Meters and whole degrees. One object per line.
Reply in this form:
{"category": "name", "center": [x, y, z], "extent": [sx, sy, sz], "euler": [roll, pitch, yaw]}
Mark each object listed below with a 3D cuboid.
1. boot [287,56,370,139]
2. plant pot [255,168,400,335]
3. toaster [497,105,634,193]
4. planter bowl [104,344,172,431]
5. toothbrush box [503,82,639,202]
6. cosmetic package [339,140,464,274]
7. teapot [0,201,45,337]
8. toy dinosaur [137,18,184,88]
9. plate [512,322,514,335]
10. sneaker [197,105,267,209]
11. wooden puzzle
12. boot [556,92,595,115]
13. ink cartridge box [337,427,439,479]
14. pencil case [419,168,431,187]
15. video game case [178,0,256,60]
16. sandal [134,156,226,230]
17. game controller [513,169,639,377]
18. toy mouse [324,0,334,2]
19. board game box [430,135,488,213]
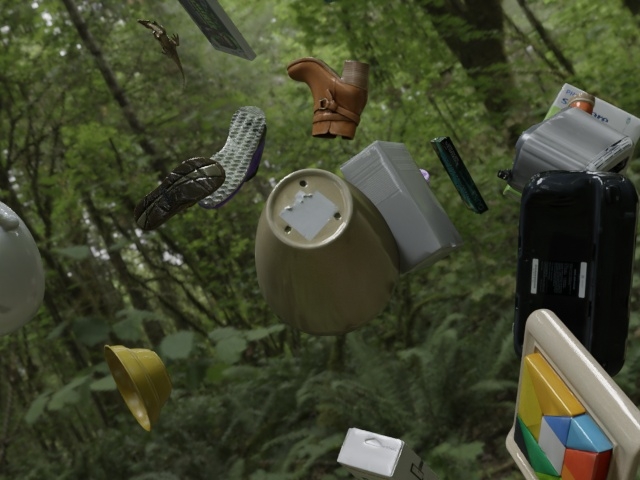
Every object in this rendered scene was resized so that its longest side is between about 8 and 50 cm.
{"category": "boot", "center": [0.007, -0.400, 2.143], "extent": [0.283, 0.220, 0.109], "euler": [11, 0, 27]}
{"category": "plant pot", "center": [0.000, 0.000, 1.204], "extent": [0.256, 0.257, 0.274], "euler": [-27, -19, -4]}
{"category": "toaster", "center": [0.426, -0.131, 1.281], "extent": [0.227, 0.146, 0.129], "euler": [-28, -41, -36]}
{"category": "planter bowl", "center": [-0.395, 0.312, 1.687], "extent": [0.090, 0.217, 0.217], "euler": [-26, -7, -26]}
{"category": "toothbrush box", "center": [0.591, -0.189, 1.763], "extent": [0.283, 0.206, 0.122], "euler": [-62, -9, 4]}
{"category": "cosmetic package", "center": [0.154, -0.063, 1.399], "extent": [0.107, 0.238, 0.127], "euler": [-33, -15, 28]}
{"category": "teapot", "center": [-0.571, 0.055, 1.171], "extent": [0.252, 0.256, 0.187], "euler": [8, 21, 31]}
{"category": "toy dinosaur", "center": [-0.345, -0.441, 1.715], "extent": [0.053, 0.183, 0.092], "euler": [-36, 13, -8]}
{"category": "plate", "center": [0.615, 0.292, 2.097], "extent": [0.024, 0.188, 0.188], "euler": [-35, -4, -21]}
{"category": "sneaker", "center": [-0.201, -0.170, 1.794], "extent": [0.146, 0.102, 0.293], "euler": [94, -160, -59]}
{"category": "wooden puzzle", "center": [0.287, 0.237, 0.893], "extent": [0.044, 0.221, 0.239], "euler": [-8, -55, -14]}
{"category": "boot", "center": [0.503, -0.224, 1.509], "extent": [0.059, 0.085, 0.158], "euler": [11, -15, 6]}
{"category": "ink cartridge box", "center": [0.152, 0.510, 1.675], "extent": [0.148, 0.203, 0.086], "euler": [3, 56, 39]}
{"category": "pencil case", "center": [0.257, -0.089, 1.982], "extent": [0.086, 0.206, 0.088], "euler": [-14, 36, 0]}
{"category": "video game case", "center": [-0.246, -0.497, 1.711], "extent": [0.022, 0.173, 0.190], "euler": [-49, -48, -11]}
{"category": "sandal", "center": [-0.279, -0.091, 1.514], "extent": [0.219, 0.090, 0.060], "euler": [-37, -16, 17]}
{"category": "game controller", "center": [0.380, 0.054, 1.128], "extent": [0.166, 0.319, 0.067], "euler": [7, 14, 28]}
{"category": "toy mouse", "center": [0.016, -0.566, 1.674], "extent": [0.143, 0.161, 0.031], "euler": [-37, -37, -18]}
{"category": "board game box", "center": [0.311, -0.149, 1.693], "extent": [0.026, 0.186, 0.126], "euler": [-30, 7, 2]}
